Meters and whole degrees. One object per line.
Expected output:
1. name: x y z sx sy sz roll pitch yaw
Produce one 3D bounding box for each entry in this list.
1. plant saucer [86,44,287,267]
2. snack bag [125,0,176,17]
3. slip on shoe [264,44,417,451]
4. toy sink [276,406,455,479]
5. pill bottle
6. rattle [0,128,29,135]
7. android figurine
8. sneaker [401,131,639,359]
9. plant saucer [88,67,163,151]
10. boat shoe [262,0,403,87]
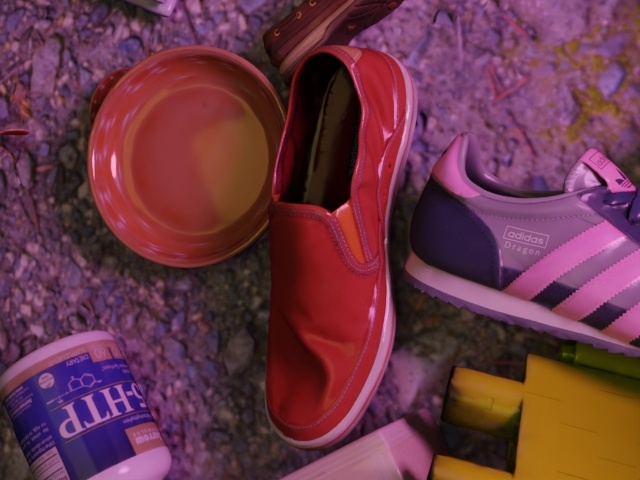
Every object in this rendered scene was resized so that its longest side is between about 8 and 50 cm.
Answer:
1. plant saucer: -0.115 -0.075 0.756 0.200 0.037 0.200 -1 87 15
2. snack bag: -0.231 -0.419 0.841 0.342 0.037 0.323 22 92 20
3. slip on shoe: 0.000 0.000 0.666 0.123 0.101 0.331 6 85 39
4. toy sink: -0.004 0.242 0.632 0.234 0.153 0.131 -30 76 14
5. pill bottle: -0.196 0.184 0.730 0.112 0.112 0.186 -34 75 14
6. rattle: -0.412 -0.131 0.865 0.200 0.130 0.143 39 112 -7
7. android figurine: 0.207 0.159 0.533 0.273 0.248 0.056 13 127 12
8. sneaker: 0.216 0.007 0.585 0.319 0.112 0.131 14 103 20
9. plant saucer: -0.187 -0.126 0.808 0.083 0.013 0.083 -2 85 19
10. boat shoe: 0.021 -0.210 0.712 0.178 0.064 0.060 -40 75 15
